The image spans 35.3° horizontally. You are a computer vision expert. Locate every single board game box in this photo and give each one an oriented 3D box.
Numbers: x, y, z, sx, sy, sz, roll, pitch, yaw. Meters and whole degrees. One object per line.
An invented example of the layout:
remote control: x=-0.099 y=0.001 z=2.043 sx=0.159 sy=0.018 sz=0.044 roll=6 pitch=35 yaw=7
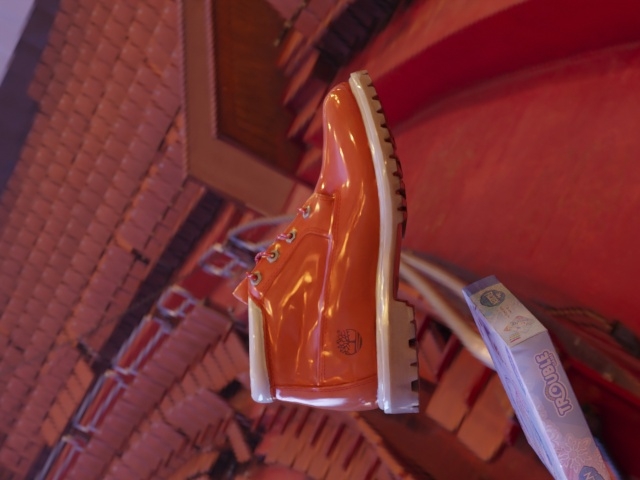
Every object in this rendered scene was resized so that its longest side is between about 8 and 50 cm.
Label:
board game box: x=0.097 y=0.068 z=0.450 sx=0.020 sy=0.090 sz=0.090 roll=-25 pitch=13 yaw=2

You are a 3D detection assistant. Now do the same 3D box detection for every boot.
boot: x=0.000 y=0.000 z=0.459 sx=0.059 sy=0.085 sz=0.157 roll=45 pitch=-138 yaw=-78
